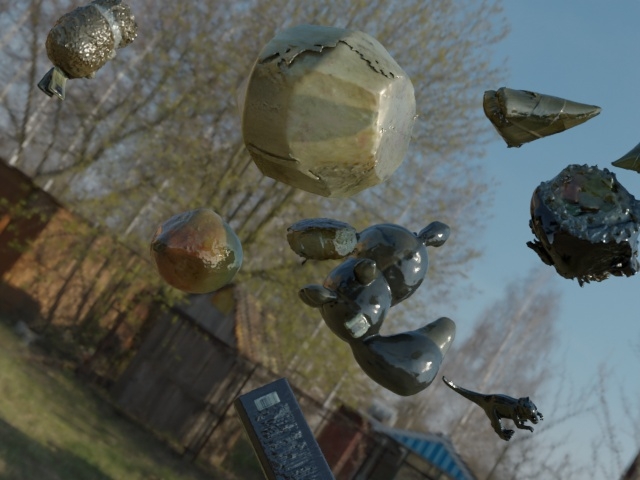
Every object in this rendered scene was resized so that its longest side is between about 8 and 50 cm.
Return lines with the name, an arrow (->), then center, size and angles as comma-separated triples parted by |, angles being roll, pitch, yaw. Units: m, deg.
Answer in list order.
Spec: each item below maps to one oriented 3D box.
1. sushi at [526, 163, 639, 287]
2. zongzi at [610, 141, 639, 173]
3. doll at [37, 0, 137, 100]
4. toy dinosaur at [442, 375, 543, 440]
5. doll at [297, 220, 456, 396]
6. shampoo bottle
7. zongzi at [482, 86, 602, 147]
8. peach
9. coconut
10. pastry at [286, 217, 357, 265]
sushi -> 0.525, -0.016, 1.841 | 0.225, 0.238, 0.218 | -5, -29, 0
zongzi -> 0.528, -0.172, 1.480 | 0.131, 0.154, 0.062 | 2, -39, 3
doll -> -0.411, -0.336, 1.562 | 0.105, 0.221, 0.115 | 29, -24, 28
toy dinosaur -> 0.373, 0.319, 1.882 | 0.179, 0.087, 0.187 | 56, -38, -5
doll -> 0.166, 0.140, 2.147 | 0.252, 0.382, 0.378 | -10, -67, 58
shampoo bottle -> -0.036, 0.378, 1.464 | 0.309, 0.098, 0.071 | 62, -18, 24
zongzi -> 0.373, -0.223, 1.537 | 0.176, 0.078, 0.160 | -11, -14, 25
peach -> -0.304, 0.022, 2.152 | 0.232, 0.232, 0.232 | 33, -8, 5
coconut -> -0.004, -0.258, 1.788 | 0.353, 0.352, 0.352 | 33, -8, 5
pastry -> 0.002, -0.005, 1.914 | 0.153, 0.153, 0.081 | 20, -60, 61
